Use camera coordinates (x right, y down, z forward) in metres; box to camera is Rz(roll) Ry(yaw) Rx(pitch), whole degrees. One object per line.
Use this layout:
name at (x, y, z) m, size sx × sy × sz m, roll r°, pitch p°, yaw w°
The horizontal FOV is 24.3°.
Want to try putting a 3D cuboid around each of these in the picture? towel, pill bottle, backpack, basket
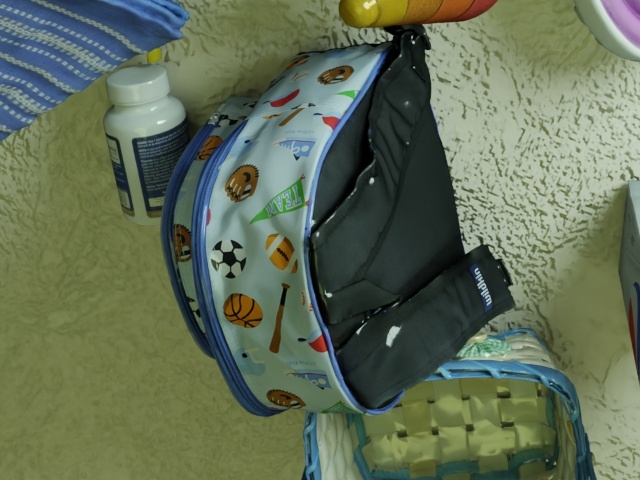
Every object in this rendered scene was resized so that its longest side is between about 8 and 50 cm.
towel at (-0.287, -0.117, 1.094) m, size 0.336 × 0.243 × 0.040 m, roll -29°, pitch 68°, yaw 27°
pill bottle at (-0.138, -0.078, 1.200) m, size 0.067 × 0.067 × 0.120 m, roll -5°, pitch 117°, yaw 7°
backpack at (0.000, 0.000, 1.120) m, size 0.213 × 0.263 × 0.276 m, roll -11°, pitch 116°, yaw 24°
basket at (0.096, 0.193, 1.194) m, size 0.255 × 0.289 × 0.201 m, roll -8°, pitch 116°, yaw 7°

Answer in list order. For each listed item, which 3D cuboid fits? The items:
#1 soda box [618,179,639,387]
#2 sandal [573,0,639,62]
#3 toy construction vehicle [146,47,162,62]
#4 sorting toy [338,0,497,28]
soda box at (0.285, 0.055, 1.111) m, size 0.098 × 0.286 × 0.091 m, roll 2°, pitch 118°, yaw 4°
sandal at (0.187, -0.299, 1.009) m, size 0.169 × 0.102 × 0.416 m, roll -45°, pitch 119°, yaw -9°
toy construction vehicle at (-0.178, -0.176, 1.175) m, size 0.098 × 0.035 × 0.086 m, roll -2°, pitch 116°, yaw 15°
sorting toy at (-0.021, -0.280, 1.015) m, size 0.365 × 0.126 × 0.127 m, roll 53°, pitch 139°, yaw -9°
